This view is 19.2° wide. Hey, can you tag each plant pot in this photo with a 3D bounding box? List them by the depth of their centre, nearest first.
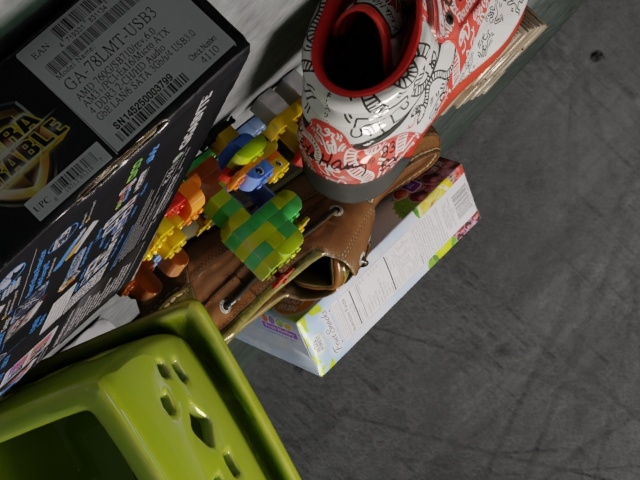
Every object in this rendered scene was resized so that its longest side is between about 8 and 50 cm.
[{"bbox_3d":[-0.140,0.181,1.264,0.228,0.227,0.207,-24,-168,24],"label":"plant pot"}]

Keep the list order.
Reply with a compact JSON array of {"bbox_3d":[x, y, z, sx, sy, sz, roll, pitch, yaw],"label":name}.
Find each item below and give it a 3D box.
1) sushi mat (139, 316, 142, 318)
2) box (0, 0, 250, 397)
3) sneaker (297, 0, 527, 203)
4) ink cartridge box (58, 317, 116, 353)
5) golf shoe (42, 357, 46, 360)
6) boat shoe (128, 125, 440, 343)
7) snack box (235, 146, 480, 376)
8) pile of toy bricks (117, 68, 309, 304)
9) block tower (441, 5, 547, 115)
[{"bbox_3d":[-0.081,0.003,1.821,0.316,0.019,0.151,-44,177,-10],"label":"sushi mat"},{"bbox_3d":[-0.179,0.041,0.826,0.293,0.073,0.295,-43,176,-25],"label":"box"},{"bbox_3d":[0.073,-0.160,1.260,0.270,0.090,0.145,-56,164,-22],"label":"sneaker"},{"bbox_3d":[-0.213,0.144,1.561,0.109,0.063,0.150,-43,175,-37],"label":"ink cartridge box"},{"bbox_3d":[-0.237,0.172,1.395,0.198,0.094,0.077,-46,175,-18],"label":"golf shoe"},{"bbox_3d":[-0.013,-0.002,1.446,0.307,0.104,0.110,-30,165,-30],"label":"boat shoe"},{"bbox_3d":[0.000,0.000,1.573,0.207,0.174,0.070,-45,132,-24],"label":"snack box"},{"bbox_3d":[-0.054,-0.015,1.306,0.212,0.105,0.118,-42,175,-43],"label":"pile of toy bricks"},{"bbox_3d":[0.105,-0.166,1.534,0.097,0.091,0.335,-46,177,16],"label":"block tower"}]
